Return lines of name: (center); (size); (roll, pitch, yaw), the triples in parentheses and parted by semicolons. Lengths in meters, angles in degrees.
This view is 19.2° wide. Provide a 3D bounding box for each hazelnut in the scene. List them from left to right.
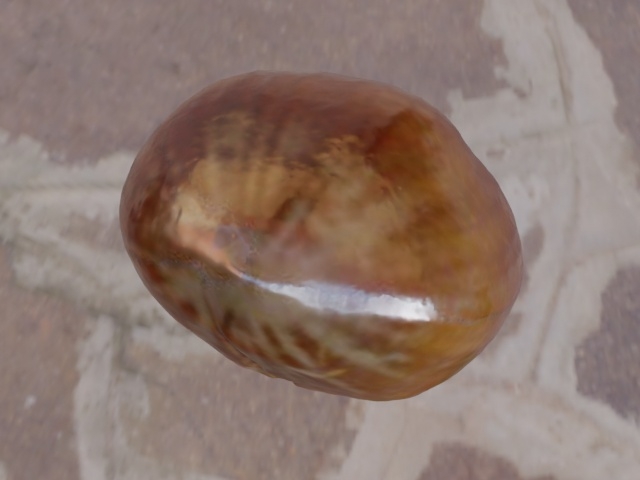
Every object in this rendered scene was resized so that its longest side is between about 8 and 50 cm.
hazelnut: (-0.001, 0.003, 0.994); (0.212, 0.181, 0.181); (19, 145, 11)
